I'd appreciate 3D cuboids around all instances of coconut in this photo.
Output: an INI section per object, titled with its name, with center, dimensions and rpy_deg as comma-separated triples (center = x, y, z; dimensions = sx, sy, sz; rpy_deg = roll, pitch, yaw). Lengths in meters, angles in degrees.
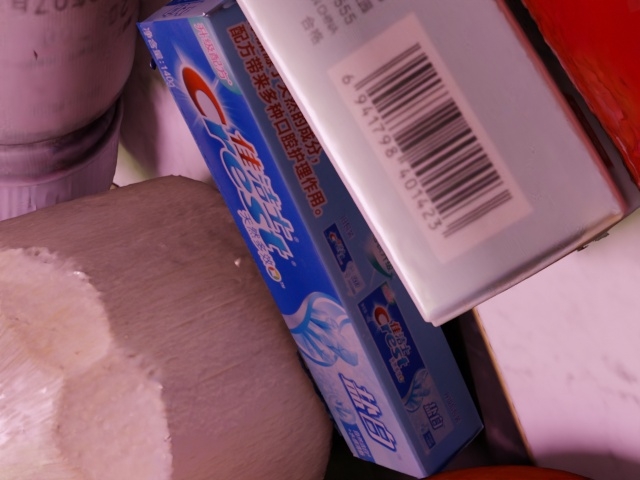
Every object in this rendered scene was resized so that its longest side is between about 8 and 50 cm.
[coconut]
center = -0.128, 0.093, 0.679
dimensions = 0.237, 0.266, 0.237
rpy_deg = 23, 121, 45

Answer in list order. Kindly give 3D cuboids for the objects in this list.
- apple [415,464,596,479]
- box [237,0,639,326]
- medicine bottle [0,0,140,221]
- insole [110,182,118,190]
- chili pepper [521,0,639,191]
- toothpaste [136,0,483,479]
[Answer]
[apple]
center = 0.088, 0.232, 0.530
dimensions = 0.272, 0.206, 0.251
rpy_deg = 31, 132, 42
[box]
center = 0.021, -0.105, 0.445
dimensions = 0.079, 0.135, 0.269
rpy_deg = -32, 84, 18
[medicine bottle]
center = -0.190, -0.138, 0.699
dimensions = 0.165, 0.165, 0.273
rpy_deg = 47, 146, 24
[insole]
center = -0.174, -0.023, 0.901
dimensions = 0.188, 0.004, 0.064
rpy_deg = 20, 126, 47
[chili pepper]
center = 0.073, -0.164, 0.338
dimensions = 0.131, 0.134, 0.338
rpy_deg = -33, 88, 16
[toothpaste]
center = 0.000, 0.000, 0.584
dimensions = 0.066, 0.053, 0.272
rpy_deg = 10, 131, 53
